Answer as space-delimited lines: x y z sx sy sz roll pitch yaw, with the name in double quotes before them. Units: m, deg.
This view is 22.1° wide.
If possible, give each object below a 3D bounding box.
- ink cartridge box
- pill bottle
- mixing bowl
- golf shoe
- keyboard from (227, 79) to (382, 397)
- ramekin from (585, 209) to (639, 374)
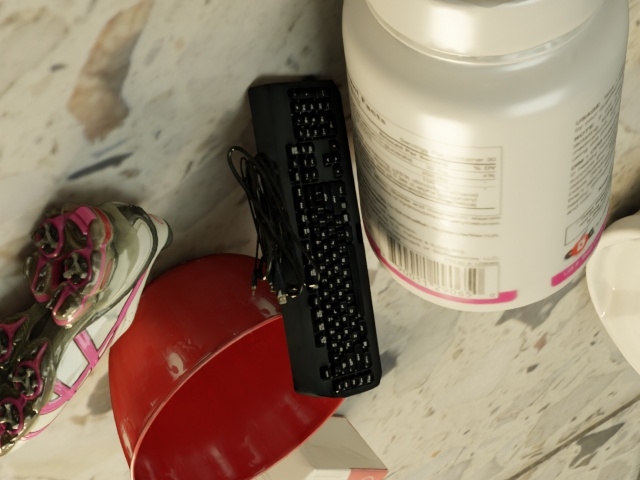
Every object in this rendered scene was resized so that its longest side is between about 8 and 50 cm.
"ink cartridge box" -0.051 0.231 1.326 0.198 0.067 0.115 -50 150 17
"pill bottle" 0.095 -0.094 0.953 0.160 0.160 0.283 -32 150 -15
"mixing bowl" -0.069 0.074 1.058 0.181 0.098 0.181 -30 150 -19
"golf shoe" -0.149 0.058 0.974 0.086 0.067 0.186 0 132 -51
"keyboard" 0.000 0.000 0.970 0.100 0.192 0.038 -11 -179 -45
"ramekin" 0.367 0.056 1.389 0.127 0.273 0.273 -44 153 -19
